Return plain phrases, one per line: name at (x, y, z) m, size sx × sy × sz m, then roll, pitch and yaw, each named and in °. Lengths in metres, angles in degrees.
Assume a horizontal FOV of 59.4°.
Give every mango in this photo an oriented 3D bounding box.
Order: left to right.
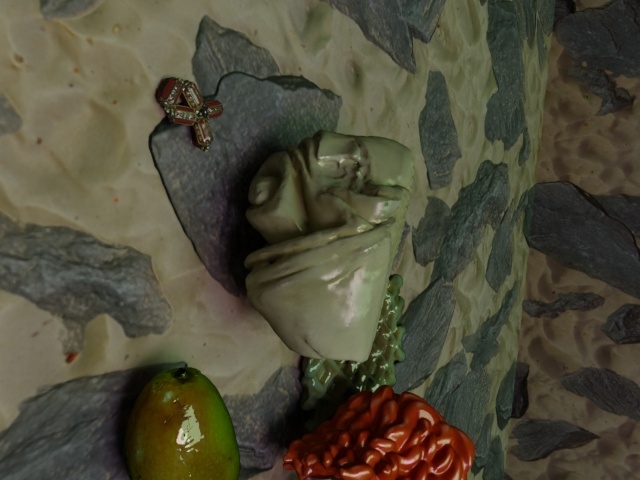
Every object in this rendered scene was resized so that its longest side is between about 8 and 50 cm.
mango at (-0.153, 0.247, 0.630) m, size 0.125 × 0.111 × 0.232 m, roll -24°, pitch 129°, yaw -37°

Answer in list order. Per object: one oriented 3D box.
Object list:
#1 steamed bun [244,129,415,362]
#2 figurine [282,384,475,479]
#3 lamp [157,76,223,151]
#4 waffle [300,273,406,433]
steamed bun at (0.000, 0.000, 0.731) m, size 0.276 × 0.203 × 0.289 m, roll 59°, pitch 46°, yaw -78°
figurine at (0.044, 0.415, 0.827) m, size 0.306 × 0.241 × 0.411 m, roll 31°, pitch 90°, yaw -44°
lamp at (-0.148, -0.146, 0.628) m, size 0.083 × 0.031 × 0.063 m, roll 35°, pitch 66°, yaw -50°
waffle at (0.064, 0.201, 0.992) m, size 0.309 × 0.056 × 0.291 m, roll -10°, pitch 105°, yaw -54°
